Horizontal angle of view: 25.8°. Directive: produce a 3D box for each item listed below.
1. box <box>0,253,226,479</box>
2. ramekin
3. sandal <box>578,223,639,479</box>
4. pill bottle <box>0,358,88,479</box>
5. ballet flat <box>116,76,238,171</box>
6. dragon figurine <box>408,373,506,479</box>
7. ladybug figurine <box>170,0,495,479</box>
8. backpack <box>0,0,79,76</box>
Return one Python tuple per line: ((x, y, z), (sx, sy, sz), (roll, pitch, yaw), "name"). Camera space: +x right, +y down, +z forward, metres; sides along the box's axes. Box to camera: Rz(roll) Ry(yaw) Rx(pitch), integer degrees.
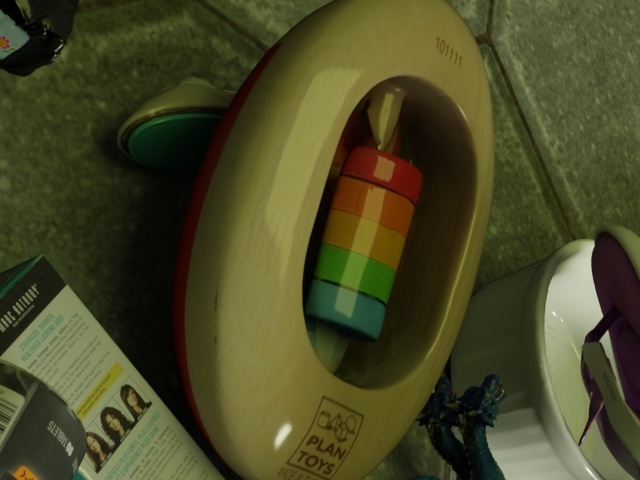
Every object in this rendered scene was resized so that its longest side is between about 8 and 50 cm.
((-0.178, 0.138, 1.051), (0.244, 0.060, 0.100), (54, 43, -16), "box")
((0.260, 0.148, 1.464), (0.277, 0.135, 0.277), (22, 59, -41), "ramekin")
((0.296, 0.188, 1.298), (0.102, 0.169, 0.416), (-10, 80, -8), "sandal")
((-0.256, 0.201, 0.890), (0.130, 0.130, 0.246), (45, 47, -25), "pill bottle")
((-0.091, -0.104, 1.248), (0.248, 0.086, 0.086), (7, 69, -47), "ballet flat")
((0.116, 0.267, 1.283), (0.144, 0.085, 0.289), (33, 72, -34), "dragon figurine")
((0.000, 0.000, 1.167), (0.305, 0.162, 0.449), (32, 72, -45), "ladybug figurine")
((-0.273, -0.219, 1.061), (0.182, 0.115, 0.152), (36, 39, -31), "backpack")
